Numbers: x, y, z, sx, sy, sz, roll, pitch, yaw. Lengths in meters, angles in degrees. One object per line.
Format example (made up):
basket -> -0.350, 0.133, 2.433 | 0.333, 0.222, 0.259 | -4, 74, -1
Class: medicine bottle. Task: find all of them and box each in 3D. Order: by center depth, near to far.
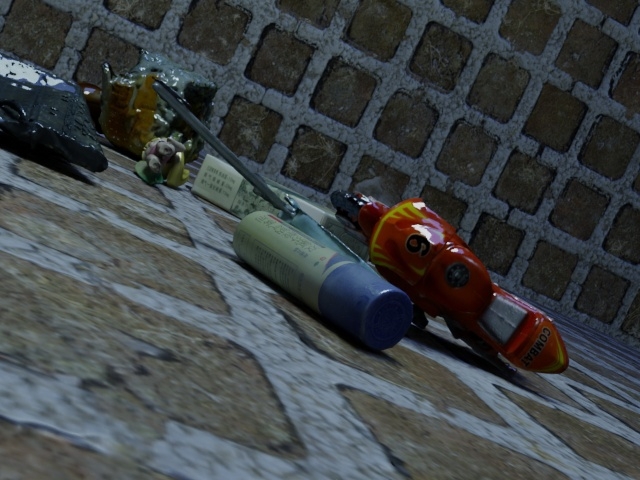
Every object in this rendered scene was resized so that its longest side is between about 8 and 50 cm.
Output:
medicine bottle -> -0.005, 0.032, 0.869 | 0.059, 0.059, 0.231 | 22, 5, -38

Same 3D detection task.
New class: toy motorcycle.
toy motorcycle -> 0.133, 0.044, 1.022 | 0.298, 0.089, 0.171 | 39, -13, -14

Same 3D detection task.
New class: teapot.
teapot -> -0.422, -0.232, 1.687 | 0.098, 0.078, 0.129 | -14, -21, 11

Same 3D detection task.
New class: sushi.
sushi -> -0.280, -0.227, 1.620 | 0.139, 0.184, 0.274 | 24, 5, 10

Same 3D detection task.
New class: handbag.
handbag -> -0.363, -0.154, 1.028 | 0.270, 0.089, 0.175 | 23, 12, -20

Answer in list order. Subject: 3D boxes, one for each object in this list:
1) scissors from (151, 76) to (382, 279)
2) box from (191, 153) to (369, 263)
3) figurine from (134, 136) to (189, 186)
scissors -> -0.043, -0.043, 0.972 | 0.360, 0.029, 0.191 | 46, -6, -16
box -> -0.056, -0.044, 1.446 | 0.256, 0.069, 0.164 | 28, 5, 34
figurine -> -0.226, -0.113, 1.352 | 0.083, 0.083, 0.187 | 24, -2, -10
